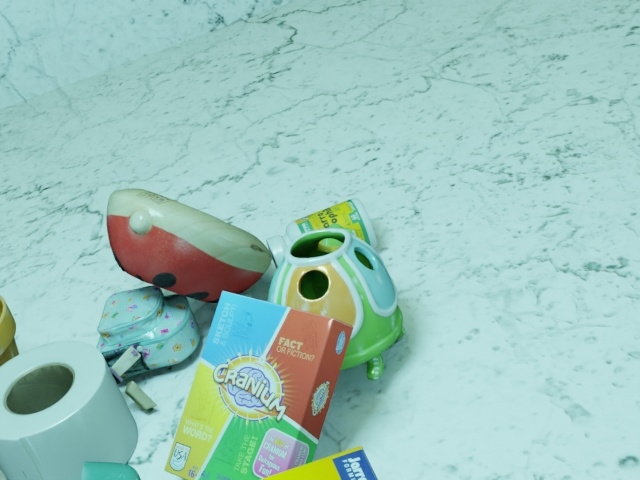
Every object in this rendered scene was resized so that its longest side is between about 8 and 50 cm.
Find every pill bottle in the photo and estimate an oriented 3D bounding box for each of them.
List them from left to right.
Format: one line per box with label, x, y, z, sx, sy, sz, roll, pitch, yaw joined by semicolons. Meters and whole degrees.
pill bottle;0.000;0.000;2.131;0.209;0.117;0.117;-21;33;-6

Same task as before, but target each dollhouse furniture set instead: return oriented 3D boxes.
dollhouse furniture set;-0.340;0.256;1.934;0.081;0.114;0.091;-47;8;-29

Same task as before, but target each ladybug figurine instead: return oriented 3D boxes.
ladybug figurine;-0.267;0.019;2.024;0.305;0.449;0.161;21;87;22

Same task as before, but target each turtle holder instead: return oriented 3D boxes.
turtle holder;0.037;0.092;1.867;0.243;0.227;0.320;5;28;38

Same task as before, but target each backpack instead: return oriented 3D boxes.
backpack;-0.333;0.172;2.012;0.189;0.144;0.166;-8;29;4

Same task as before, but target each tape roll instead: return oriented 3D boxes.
tape roll;-0.465;0.318;1.829;0.246;0.169;0.246;-12;34;8

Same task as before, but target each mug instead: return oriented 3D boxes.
mug;-0.335;0.414;1.666;0.098;0.129;0.157;5;25;-9

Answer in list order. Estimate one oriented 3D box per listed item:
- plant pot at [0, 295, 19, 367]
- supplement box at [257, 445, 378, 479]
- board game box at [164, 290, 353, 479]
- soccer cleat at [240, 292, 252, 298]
plant pot;-0.660;0.231;1.985;0.205;0.187;0.205;-12;35;9
supplement box;-0.066;0.457;1.394;0.357;0.195;0.194;-17;32;-9
board game box;-0.103;0.259;1.689;0.242;0.064;0.316;11;79;36
soccer cleat;-0.140;0.173;1.999;0.076;0.068;0.196;9;32;-2
